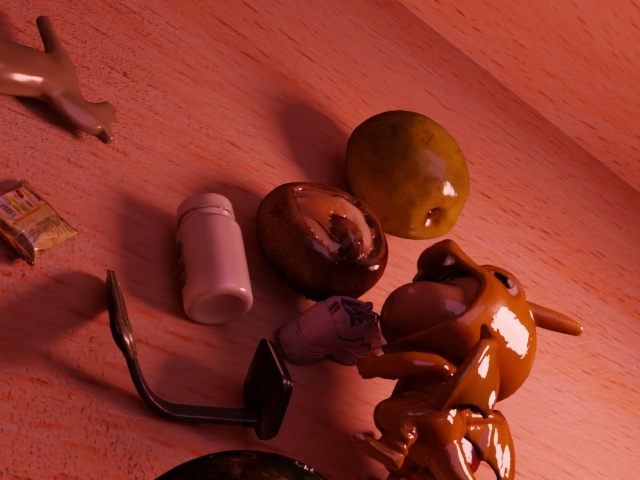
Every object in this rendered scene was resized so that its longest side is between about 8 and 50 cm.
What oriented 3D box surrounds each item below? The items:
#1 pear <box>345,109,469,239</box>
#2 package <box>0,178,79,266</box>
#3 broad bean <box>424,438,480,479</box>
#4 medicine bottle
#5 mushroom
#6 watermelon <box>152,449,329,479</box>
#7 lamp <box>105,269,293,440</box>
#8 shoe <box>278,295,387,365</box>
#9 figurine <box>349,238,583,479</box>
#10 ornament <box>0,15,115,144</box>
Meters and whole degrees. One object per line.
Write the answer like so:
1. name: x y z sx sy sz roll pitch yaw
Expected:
1. pear: 0.179 -0.144 1.688 0.253 0.253 0.307 24 32 -35
2. package: -0.389 -0.026 1.067 0.108 0.031 0.120 47 27 -5
3. broad bean: 0.227 0.349 1.377 0.114 0.084 0.165 29 39 5
4. medicine bottle: -0.165 0.026 1.217 0.103 0.103 0.186 20 42 -38
5. mushroom: 0.000 0.000 1.390 0.253 0.153 0.253 26 32 -17
6. watermelon: -0.073 0.382 0.747 0.363 0.363 0.363 31 36 -27
7. lamp: -0.182 0.152 1.089 0.283 0.124 0.203 24 19 -30
8. shoe: 0.054 0.143 1.331 0.245 0.138 0.095 7 55 -47
9. figurine: 0.212 0.229 1.242 0.387 0.268 0.401 -56 133 -32
10. ornament: -0.428 -0.253 1.225 0.230 0.061 0.244 2 54 -52
